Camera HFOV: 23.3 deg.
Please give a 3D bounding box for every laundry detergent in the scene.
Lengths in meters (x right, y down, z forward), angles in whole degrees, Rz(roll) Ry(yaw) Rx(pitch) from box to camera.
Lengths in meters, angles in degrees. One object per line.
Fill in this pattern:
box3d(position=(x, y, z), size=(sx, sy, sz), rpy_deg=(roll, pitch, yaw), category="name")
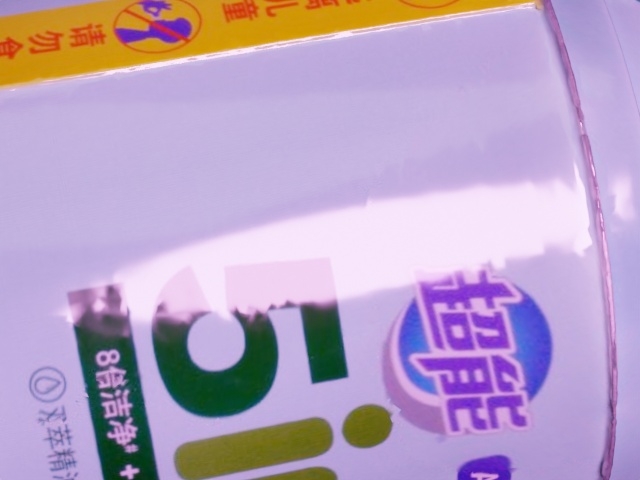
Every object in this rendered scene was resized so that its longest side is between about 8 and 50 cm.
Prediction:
box3d(position=(0.000, 0.000, 0.666), size=(0.305, 0.287, 0.287), rpy_deg=(-10, 53, -7), category="laundry detergent")
